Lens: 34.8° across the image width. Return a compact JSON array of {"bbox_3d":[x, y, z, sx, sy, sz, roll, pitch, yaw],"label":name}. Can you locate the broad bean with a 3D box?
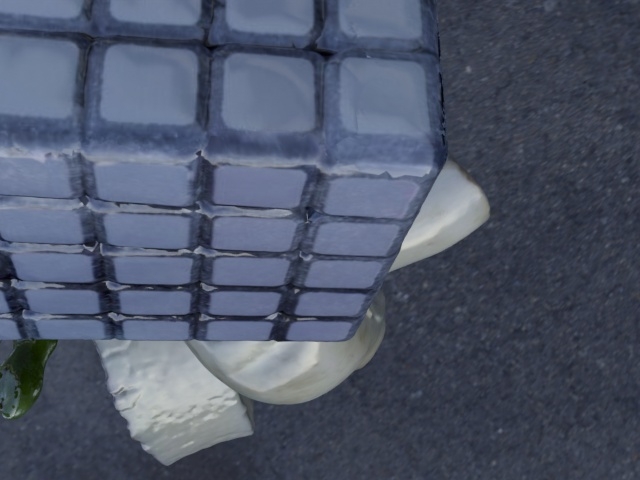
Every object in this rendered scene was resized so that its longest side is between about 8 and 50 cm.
[{"bbox_3d":[-0.310,0.092,1.115,0.052,0.256,0.053,28,123,-22],"label":"broad bean"}]

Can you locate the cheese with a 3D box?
[{"bbox_3d":[-0.197,0.117,1.341,0.153,0.292,0.332,-17,124,-4],"label":"cheese"}]

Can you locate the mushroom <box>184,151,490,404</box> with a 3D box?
[{"bbox_3d":[0.000,0.000,1.057,0.336,0.314,0.314,-28,92,0],"label":"mushroom"}]

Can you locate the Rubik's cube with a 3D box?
[{"bbox_3d":[-0.079,-0.090,0.507,0.237,0.238,0.237,111,159,-63],"label":"Rubik's cube"}]
